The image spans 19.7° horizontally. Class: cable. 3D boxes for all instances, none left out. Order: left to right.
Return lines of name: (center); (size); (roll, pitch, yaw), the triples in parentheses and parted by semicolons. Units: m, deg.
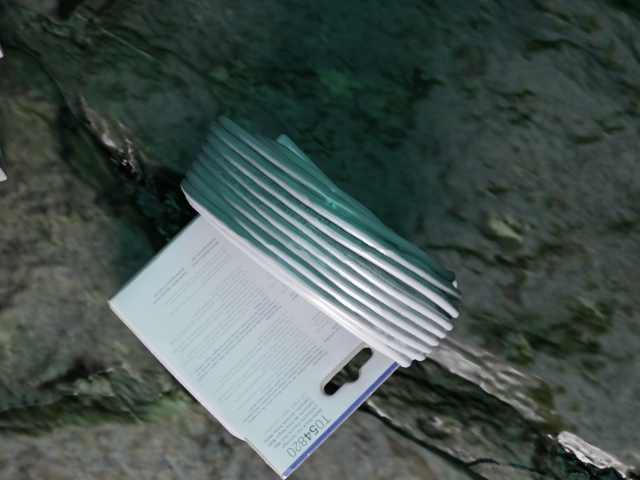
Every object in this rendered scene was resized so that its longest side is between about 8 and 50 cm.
cable: (0.000, 0.000, 1.498); (0.257, 0.257, 0.089); (37, 92, -3)

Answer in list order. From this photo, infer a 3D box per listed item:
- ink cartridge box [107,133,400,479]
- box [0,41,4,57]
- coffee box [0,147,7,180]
ink cartridge box: (-0.034, 0.059, 1.638); (0.223, 0.045, 0.224); (-43, 87, -9)
box: (-0.408, -0.282, 1.644); (0.169, 0.087, 0.290); (-18, 83, -6)
coffee box: (-0.407, -0.079, 1.589); (0.246, 0.141, 0.098); (-14, 83, -4)
